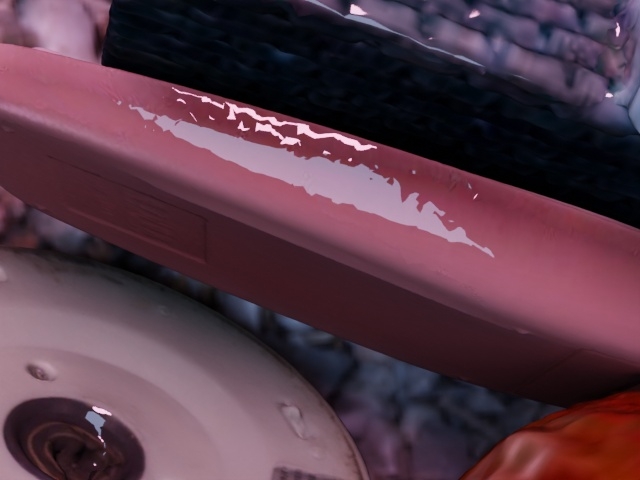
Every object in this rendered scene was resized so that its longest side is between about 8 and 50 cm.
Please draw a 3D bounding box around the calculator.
[{"bbox_3d":[0.000,0.000,0.658,0.329,0.220,0.048,19,79,1],"label":"calculator"}]

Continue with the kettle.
[{"bbox_3d":[-0.117,0.223,0.725,0.319,0.247,0.342,24,116,3],"label":"kettle"}]

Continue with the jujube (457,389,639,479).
[{"bbox_3d":[0.169,0.212,0.619,0.276,0.276,0.377,-35,118,16],"label":"jujube"}]

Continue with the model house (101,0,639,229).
[{"bbox_3d":[0.044,-0.121,0.582,0.261,0.241,0.226,17,110,-6],"label":"model house"}]
